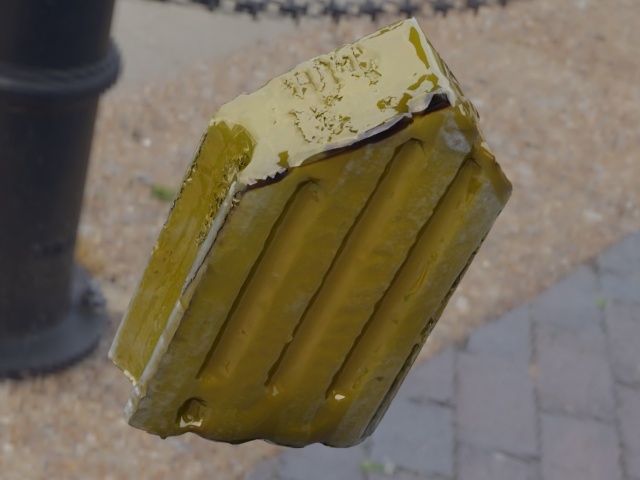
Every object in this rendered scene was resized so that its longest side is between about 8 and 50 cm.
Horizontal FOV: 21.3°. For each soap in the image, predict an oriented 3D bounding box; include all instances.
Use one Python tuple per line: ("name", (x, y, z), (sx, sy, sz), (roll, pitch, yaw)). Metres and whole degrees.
("soap", (0.000, 0.000, 0.936), (0.160, 0.258, 0.080), (8, 37, -29))
